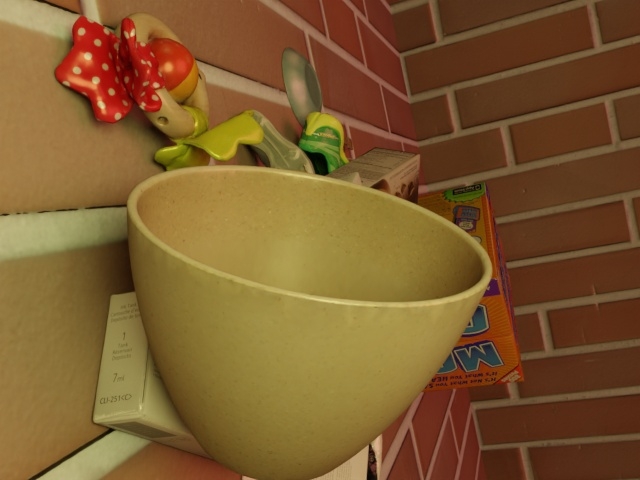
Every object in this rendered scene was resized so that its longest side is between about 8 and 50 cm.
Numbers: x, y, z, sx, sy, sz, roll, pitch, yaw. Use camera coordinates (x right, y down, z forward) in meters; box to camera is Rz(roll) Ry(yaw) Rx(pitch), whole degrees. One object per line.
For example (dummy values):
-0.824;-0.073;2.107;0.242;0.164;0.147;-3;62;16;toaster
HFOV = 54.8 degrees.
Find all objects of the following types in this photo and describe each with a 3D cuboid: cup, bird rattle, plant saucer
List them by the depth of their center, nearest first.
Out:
-0.028;0.087;0.605;0.331;0.330;0.237;-47;151;-68;cup
-0.202;-0.188;0.759;0.253;0.143;0.207;37;31;-45;bird rattle
-0.032;-0.349;1.410;0.195;0.037;0.195;-11;90;-71;plant saucer

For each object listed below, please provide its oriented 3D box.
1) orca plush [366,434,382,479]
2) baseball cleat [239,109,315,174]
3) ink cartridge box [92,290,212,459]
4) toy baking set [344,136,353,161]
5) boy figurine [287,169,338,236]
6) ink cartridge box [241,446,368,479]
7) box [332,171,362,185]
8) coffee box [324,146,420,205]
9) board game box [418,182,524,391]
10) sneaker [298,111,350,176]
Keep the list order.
0.049;0.317;1.165;0.102;0.151;0.287;29;48;-26;orca plush
-0.062;-0.138;1.043;0.206;0.072;0.109;55;6;20;baseball cleat
-0.142;0.122;0.765;0.296;0.066;0.261;52;33;-55;ink cartridge box
0.052;-0.191;1.586;0.197;0.030;0.256;56;29;-55;toy baking set
-0.024;-0.012;0.865;0.092;0.285;0.177;-14;97;-32;boy figurine
-0.022;0.307;0.998;0.239;0.060;0.275;35;41;-24;ink cartridge box
0.000;0.000;1.071;0.119;0.180;0.182;-69;143;-58;box
0.096;-0.074;1.306;0.297;0.118;0.168;-35;131;-50;coffee box
0.288;0.128;1.565;0.356;0.356;0.356;-78;151;-49;board game box
0.010;-0.149;1.356;0.124;0.109;0.296;-59;147;-23;sneaker
